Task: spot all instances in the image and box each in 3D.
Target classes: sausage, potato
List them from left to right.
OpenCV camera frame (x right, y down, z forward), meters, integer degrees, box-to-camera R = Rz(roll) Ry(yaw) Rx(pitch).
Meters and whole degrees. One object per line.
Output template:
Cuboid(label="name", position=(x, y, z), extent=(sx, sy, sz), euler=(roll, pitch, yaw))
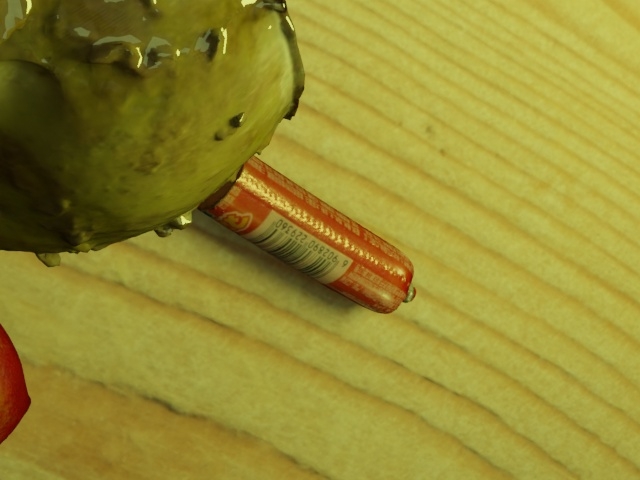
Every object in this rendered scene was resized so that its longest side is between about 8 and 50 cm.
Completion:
Cuboid(label="potato", position=(-0.242, -0.156, 1.318), extent=(0.319, 0.385, 0.442), euler=(-38, 136, -15))
Cuboid(label="sausage", position=(0.000, 0.000, 1.715), extent=(0.274, 0.074, 0.074), euler=(31, 94, -33))

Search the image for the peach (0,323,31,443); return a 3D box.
Cuboid(label="peach", position=(-0.345, 0.123, 1.518), extent=(0.197, 0.197, 0.197), euler=(-10, 114, -24))
